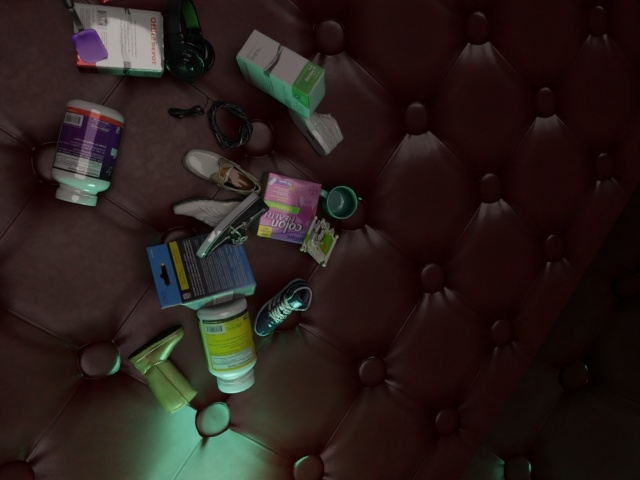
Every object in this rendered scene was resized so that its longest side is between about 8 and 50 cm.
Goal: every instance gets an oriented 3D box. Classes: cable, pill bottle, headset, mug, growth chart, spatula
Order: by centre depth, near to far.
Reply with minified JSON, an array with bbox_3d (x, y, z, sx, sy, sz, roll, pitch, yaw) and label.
[{"bbox_3d":[-0.767,-0.704,1.581,0.084,0.030,0.297,-26,103,-11],"label":"spatula"},{"bbox_3d":[-0.768,-0.285,1.669,0.181,0.181,0.323,13,92,-21],"label":"pill bottle"},{"bbox_3d":[-0.470,-0.620,1.734,0.185,0.243,0.395,-4,117,4],"label":"headset"},{"bbox_3d":[-0.333,-0.437,1.886,0.150,0.047,0.185,-27,104,-16],"label":"cable"},{"bbox_3d":[-0.341,0.385,1.901,0.187,0.188,0.334,-13,105,-19],"label":"pill bottle"},{"bbox_3d":[0.000,0.000,1.995,0.237,0.021,0.172,42,64,-57],"label":"growth chart"},{"bbox_3d":[0.063,-0.166,2.040,0.129,0.097,0.158,-35,106,-13],"label":"mug"}]

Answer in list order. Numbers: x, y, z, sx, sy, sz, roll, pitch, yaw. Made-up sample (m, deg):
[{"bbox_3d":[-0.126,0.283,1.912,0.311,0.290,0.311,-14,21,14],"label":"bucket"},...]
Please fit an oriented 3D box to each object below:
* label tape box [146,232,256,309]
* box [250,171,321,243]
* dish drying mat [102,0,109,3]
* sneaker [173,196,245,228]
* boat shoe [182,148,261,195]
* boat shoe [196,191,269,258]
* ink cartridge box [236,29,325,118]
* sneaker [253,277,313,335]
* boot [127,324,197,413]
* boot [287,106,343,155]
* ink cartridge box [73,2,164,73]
[{"bbox_3d":[-0.427,0.111,1.830,0.333,0.106,0.241,-13,68,-19],"label":"label tape box"},{"bbox_3d":[-0.135,-0.123,1.960,0.213,0.117,0.243,11,93,-21],"label":"box"},{"bbox_3d":[-0.737,-0.842,1.707,0.032,0.008,0.083,-30,106,-14],"label":"dish drying mat"},{"bbox_3d":[-0.390,-0.095,1.876,0.296,0.111,0.130,2,100,-20],"label":"sneaker"},{"bbox_3d":[-0.353,-0.252,1.870,0.302,0.103,0.113,21,89,-21],"label":"boat shoe"},{"bbox_3d":[-0.306,-0.034,1.806,0.105,0.113,0.306,44,67,-4],"label":"boat shoe"},{"bbox_3d":[-0.134,-0.586,1.806,0.289,0.211,0.122,31,84,4],"label":"ink cartridge box"},{"bbox_3d":[-0.143,0.268,1.983,0.282,0.153,0.099,-47,109,-9],"label":"sneaker"},{"bbox_3d":[-0.547,0.477,1.898,0.236,0.089,0.270,-32,106,-3],"label":"boot"},{"bbox_3d":[-0.016,-0.466,1.990,0.123,0.095,0.258,-45,114,-21],"label":"boot"},{"bbox_3d":[-0.667,-0.661,1.698,0.272,0.114,0.197,-2,97,-19],"label":"ink cartridge box"}]
